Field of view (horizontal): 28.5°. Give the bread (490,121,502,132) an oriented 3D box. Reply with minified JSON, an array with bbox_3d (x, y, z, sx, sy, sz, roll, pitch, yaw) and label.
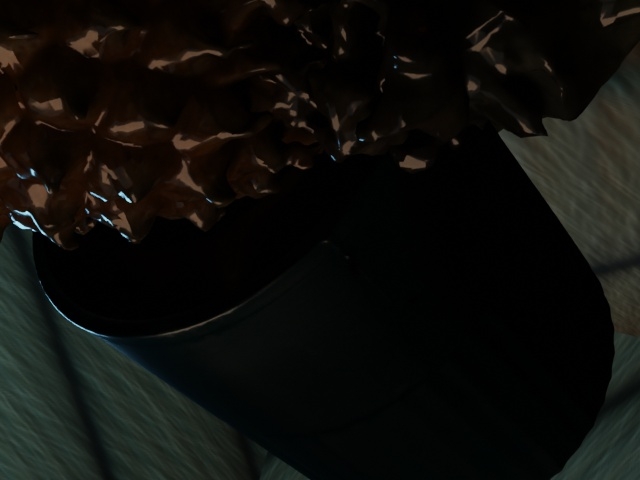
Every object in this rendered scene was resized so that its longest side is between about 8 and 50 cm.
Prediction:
[{"bbox_3d":[0.030,-0.115,0.855,0.178,0.060,0.139,13,173,34],"label":"bread"}]

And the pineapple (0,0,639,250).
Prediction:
[{"bbox_3d":[-0.028,-0.098,0.511,0.357,0.223,0.223,5,173,11],"label":"pineapple"}]

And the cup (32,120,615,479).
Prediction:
[{"bbox_3d":[-0.004,0.016,0.765,0.308,0.242,0.292,1,150,41],"label":"cup"}]
